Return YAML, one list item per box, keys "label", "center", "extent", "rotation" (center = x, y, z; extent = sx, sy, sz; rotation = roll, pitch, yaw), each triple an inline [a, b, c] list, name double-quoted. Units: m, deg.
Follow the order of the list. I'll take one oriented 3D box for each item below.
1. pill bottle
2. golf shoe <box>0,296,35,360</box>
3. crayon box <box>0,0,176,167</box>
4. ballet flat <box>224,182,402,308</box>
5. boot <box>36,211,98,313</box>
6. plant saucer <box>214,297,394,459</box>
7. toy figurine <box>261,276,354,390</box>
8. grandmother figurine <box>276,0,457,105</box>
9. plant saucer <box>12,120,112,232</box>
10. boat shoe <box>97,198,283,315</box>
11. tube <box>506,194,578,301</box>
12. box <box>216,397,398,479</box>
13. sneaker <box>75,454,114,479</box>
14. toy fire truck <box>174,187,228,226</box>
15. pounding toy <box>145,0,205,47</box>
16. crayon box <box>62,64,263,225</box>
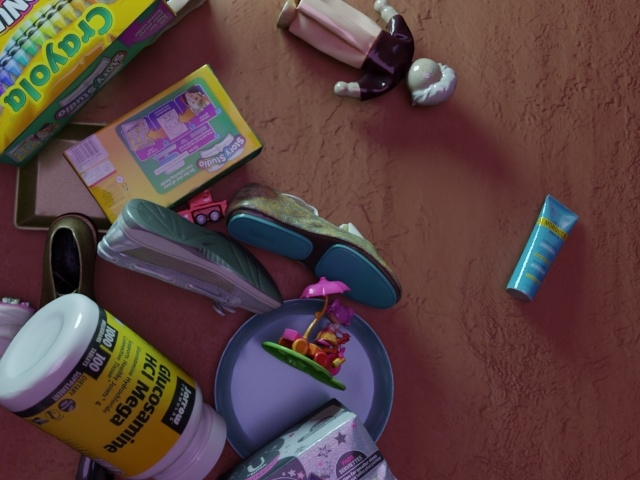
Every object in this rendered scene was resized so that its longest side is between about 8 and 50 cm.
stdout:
- label: "pill bottle"
  center: [-0.304, 0.245, 1.082]
  extent: [0.188, 0.188, 0.334]
  rotation: [-50, 123, -10]
- label: "golf shoe"
  center: [-0.618, 0.150, 1.116]
  extent: [0.306, 0.115, 0.140]
  rotation: [5, 88, -9]
- label: "crayon box"
  center: [-0.471, -0.352, 1.119]
  extent: [0.363, 0.106, 0.313]
  rotation: [-44, 84, 3]
- label: "ballet flat"
  center: [0.000, 0.000, 1.246]
  extent: [0.349, 0.123, 0.123]
  rotation: [27, 82, -13]
- label: "boot"
  center: [-0.409, 0.113, 1.140]
  extent: [0.112, 0.115, 0.305]
  rotation: [-1, 101, -12]
- label: "plant saucer"
  center: [-0.028, 0.261, 1.251]
  extent: [0.318, 0.044, 0.317]
  rotation: [1, 86, -10]
- label: "toy figurine"
  center: [0.009, 0.147, 1.200]
  extent: [0.173, 0.130, 0.159]
  rotation: [37, 70, -28]
- label: "grandmother figurine"
  center: [0.092, -0.347, 1.291]
  extent: [0.343, 0.104, 0.207]
  rotation: [28, 90, -5]
- label: "plant saucer"
  center: [-0.414, -0.106, 1.203]
  extent: [0.188, 0.045, 0.188]
  rotation: [3, 85, -10]
- label: "boat shoe"
  center: [-0.199, 0.045, 1.147]
  extent: [0.320, 0.118, 0.103]
  rotation: [29, 113, -36]
- label: "tube"
  center: [0.424, 0.018, 1.354]
  extent: [0.080, 0.052, 0.207]
  rotation: [35, 75, -17]
- label: "box"
  center: [-0.026, 0.388, 1.137]
  extent: [0.247, 0.163, 0.142]
  rotation: [-33, 94, -11]
- label: "sneaker"
  center: [-0.341, 0.430, 1.160]
  extent: [0.130, 0.087, 0.227]
  rotation: [1, 89, -12]
- label: "toy fire truck"
  center: [-0.218, -0.093, 1.238]
  extent: [0.192, 0.047, 0.135]
  rotation: [-15, 88, -10]
- label: "pounding toy"
  center: [-0.269, -0.465, 1.200]
  extent: [0.269, 0.155, 0.154]
  rotation: [-43, 99, -11]
- label: "crayon box"
  center: [-0.255, -0.144, 1.169]
  extent: [0.278, 0.081, 0.165]
  rotation: [-34, 92, -10]
